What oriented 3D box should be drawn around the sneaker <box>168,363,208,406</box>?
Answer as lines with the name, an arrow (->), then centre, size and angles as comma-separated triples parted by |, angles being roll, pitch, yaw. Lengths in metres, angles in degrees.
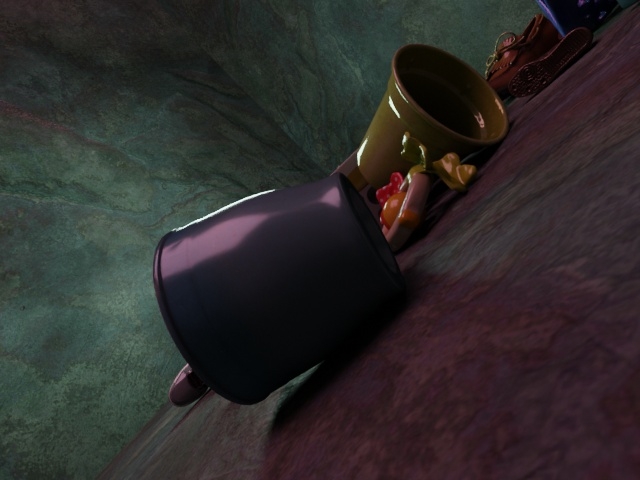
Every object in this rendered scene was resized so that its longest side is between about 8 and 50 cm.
sneaker -> -0.340, 0.383, 1.465 | 0.295, 0.124, 0.178 | -44, -7, -18

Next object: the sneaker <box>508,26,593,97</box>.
sneaker -> 0.503, -0.379, 1.054 | 0.188, 0.066, 0.071 | -36, -9, 40

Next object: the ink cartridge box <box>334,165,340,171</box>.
ink cartridge box -> 0.065, -0.098, 1.422 | 0.087, 0.153, 0.208 | 9, 56, 49

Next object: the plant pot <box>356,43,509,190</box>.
plant pot -> 0.213, -0.230, 1.055 | 0.276, 0.276, 0.254 | -47, -4, -42

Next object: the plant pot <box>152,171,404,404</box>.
plant pot -> -0.035, 0.046, 0.667 | 0.255, 0.271, 0.271 | -28, 7, 13

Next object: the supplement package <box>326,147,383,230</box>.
supplement package -> 0.124, -0.126, 1.265 | 0.262, 0.199, 0.198 | -46, 4, -23

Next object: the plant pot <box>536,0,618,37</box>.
plant pot -> 0.593, -0.646, 1.123 | 0.212, 0.236, 0.235 | -35, 49, 31

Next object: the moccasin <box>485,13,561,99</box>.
moccasin -> 0.552, -0.520, 1.380 | 0.380, 0.147, 0.139 | -45, 3, -15

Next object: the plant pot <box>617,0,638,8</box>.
plant pot -> 0.634, -0.570, 0.855 | 0.166, 0.165, 0.234 | -45, 10, -4

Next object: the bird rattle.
bird rattle -> 0.155, -0.075, 0.913 | 0.206, 0.143, 0.253 | -65, 9, -29

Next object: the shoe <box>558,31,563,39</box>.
shoe -> 0.707, -0.595, 1.279 | 0.219, 0.058, 0.076 | 126, 157, -81
